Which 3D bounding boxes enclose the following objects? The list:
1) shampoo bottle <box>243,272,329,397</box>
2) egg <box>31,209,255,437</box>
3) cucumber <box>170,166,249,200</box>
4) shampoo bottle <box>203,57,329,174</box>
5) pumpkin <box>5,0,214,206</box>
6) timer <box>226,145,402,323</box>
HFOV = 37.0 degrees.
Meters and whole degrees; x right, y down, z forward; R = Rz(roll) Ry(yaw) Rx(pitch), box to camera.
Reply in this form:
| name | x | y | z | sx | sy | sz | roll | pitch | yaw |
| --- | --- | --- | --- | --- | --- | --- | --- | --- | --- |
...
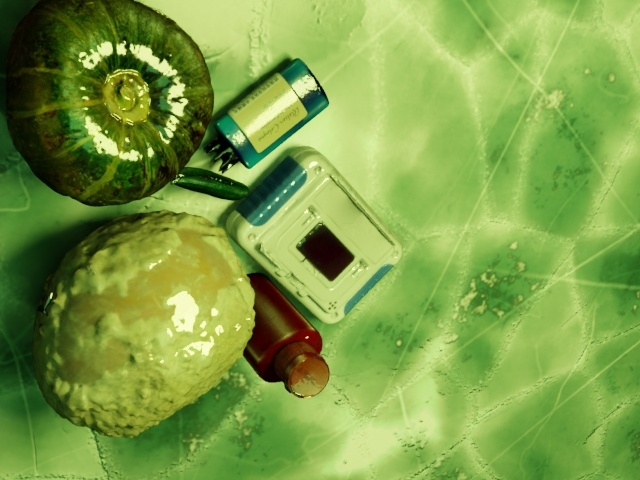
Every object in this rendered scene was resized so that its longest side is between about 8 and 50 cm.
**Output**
| name | x | y | z | sx | sy | sz | roll | pitch | yaw |
| --- | --- | --- | --- | --- | --- | --- | --- | --- | --- |
| shampoo bottle | -0.067 | 0.129 | 1.319 | 0.102 | 0.260 | 0.064 | -31 | 120 | -12 |
| egg | -0.229 | 0.102 | 1.234 | 0.310 | 0.279 | 0.279 | -47 | 123 | 3 |
| cucumber | -0.143 | -0.076 | 1.280 | 0.036 | 0.033 | 0.184 | -18 | 166 | 23 |
| shampoo bottle | -0.078 | -0.164 | 1.311 | 0.183 | 0.050 | 0.087 | -39 | 126 | -6 |
| pumpkin | -0.263 | -0.168 | 1.152 | 0.260 | 0.189 | 0.260 | -2 | 93 | -38 |
| timer | 0.000 | 0.000 | 1.398 | 0.178 | 0.078 | 0.253 | -47 | 127 | -2 |
